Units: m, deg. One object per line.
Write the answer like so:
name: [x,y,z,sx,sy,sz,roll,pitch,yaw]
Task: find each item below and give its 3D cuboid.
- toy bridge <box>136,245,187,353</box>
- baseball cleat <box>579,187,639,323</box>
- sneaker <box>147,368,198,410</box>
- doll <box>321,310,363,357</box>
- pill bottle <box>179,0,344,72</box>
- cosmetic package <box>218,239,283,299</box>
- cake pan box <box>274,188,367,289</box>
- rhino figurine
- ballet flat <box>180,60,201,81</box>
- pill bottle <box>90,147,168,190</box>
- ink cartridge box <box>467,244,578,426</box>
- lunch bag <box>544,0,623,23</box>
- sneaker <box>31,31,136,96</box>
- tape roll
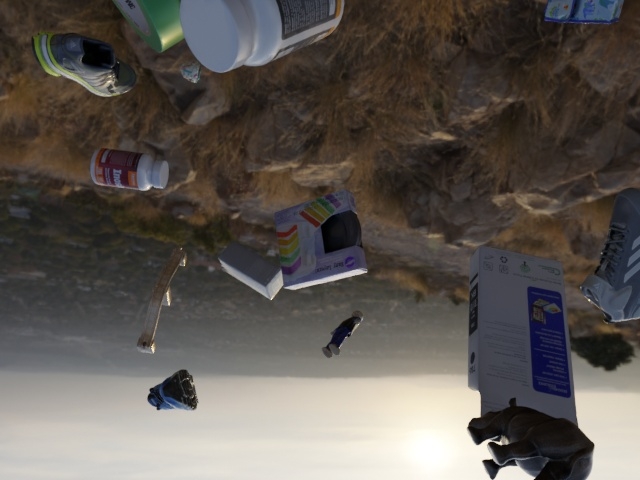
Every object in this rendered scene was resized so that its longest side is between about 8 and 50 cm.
toy bridge: [-0.264,0.090,0.790,0.026,0.188,0.063,14,149,-5]
baseball cleat: [0.445,0.029,0.702,0.109,0.206,0.072,-14,-169,-4]
sneaker: [-0.235,0.247,0.740,0.073,0.063,0.162,-15,162,-15]
doll: [0.072,0.273,1.418,0.129,0.046,0.189,-35,-174,46]
pill bottle: [-0.095,-0.401,0.821,0.278,0.162,0.162,-41,-169,-38]
cosmetic package: [-0.263,0.113,1.804,0.238,0.107,0.127,32,157,19]
cake pan box: [0.000,0.000,1.391,0.266,0.246,0.070,-15,165,25]
rhino figurine: [0.245,0.245,0.582,0.106,0.073,0.243,-20,170,-1]
ballet flat: [-0.504,-0.663,1.830,0.077,0.091,0.241,11,-167,-17]
pill bottle: [-0.432,-0.160,1.073,0.152,0.086,0.086,7,162,-2]
ink cartridge box: [0.350,0.174,0.836,0.165,0.333,0.065,13,147,1]
lunch bag: [0.582,-0.549,1.035,0.151,0.129,0.096,24,-143,36]
sneaker: [-0.538,-0.424,1.149,0.121,0.111,0.300,0,-173,14]
tape roll: [-0.426,-0.587,1.049,0.077,0.321,0.321,-40,166,-12]
